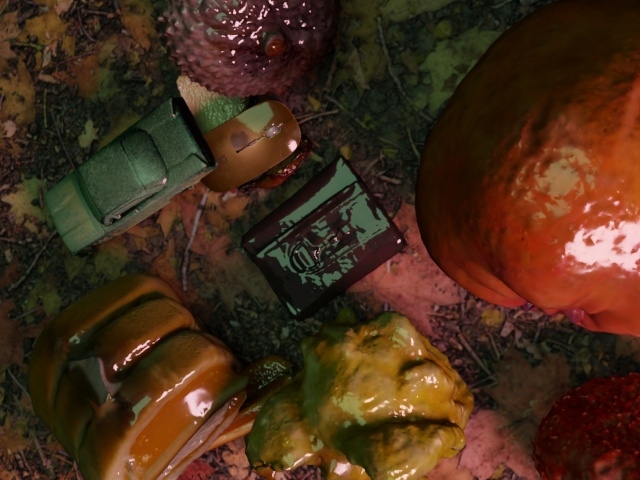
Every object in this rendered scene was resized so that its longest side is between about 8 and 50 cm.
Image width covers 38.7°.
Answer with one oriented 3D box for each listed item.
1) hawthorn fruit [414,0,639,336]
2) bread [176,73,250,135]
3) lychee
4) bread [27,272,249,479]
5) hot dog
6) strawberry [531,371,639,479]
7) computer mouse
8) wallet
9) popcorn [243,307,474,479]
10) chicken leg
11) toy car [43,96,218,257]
[{"bbox_3d":[0.367,-0.097,1.188,0.472,0.472,0.472,-1,88,14],"label":"hawthorn fruit"},{"bbox_3d":[-0.180,-0.222,1.517,0.129,0.044,0.126,14,100,8],"label":"bread"},{"bbox_3d":[-0.117,-0.363,1.377,0.300,0.300,0.300,-1,88,14],"label":"lychee"},{"bbox_3d":[-0.309,0.206,1.419,0.300,0.210,0.341,-43,59,-1],"label":"bread"},{"bbox_3d":[-0.138,0.272,1.475,0.249,0.068,0.100,-29,61,10],"label":"hot dog"},{"bbox_3d":[0.436,0.315,1.193,0.312,0.351,0.267,4,97,8],"label":"strawberry"},{"bbox_3d":[-0.126,-0.150,1.475,0.199,0.045,0.102,-26,105,22],"label":"computer mouse"},{"bbox_3d":[0.000,0.000,1.464,0.229,0.049,0.182,-38,83,11],"label":"wallet"},{"bbox_3d":[0.088,0.257,1.289,0.321,0.325,0.290,30,86,-4],"label":"popcorn"},{"bbox_3d":[-0.072,-0.119,1.491,0.145,0.037,0.062,-44,57,8],"label":"chicken leg"},{"bbox_3d":[-0.325,-0.101,1.500,0.320,0.097,0.141,-31,82,22],"label":"toy car"}]
